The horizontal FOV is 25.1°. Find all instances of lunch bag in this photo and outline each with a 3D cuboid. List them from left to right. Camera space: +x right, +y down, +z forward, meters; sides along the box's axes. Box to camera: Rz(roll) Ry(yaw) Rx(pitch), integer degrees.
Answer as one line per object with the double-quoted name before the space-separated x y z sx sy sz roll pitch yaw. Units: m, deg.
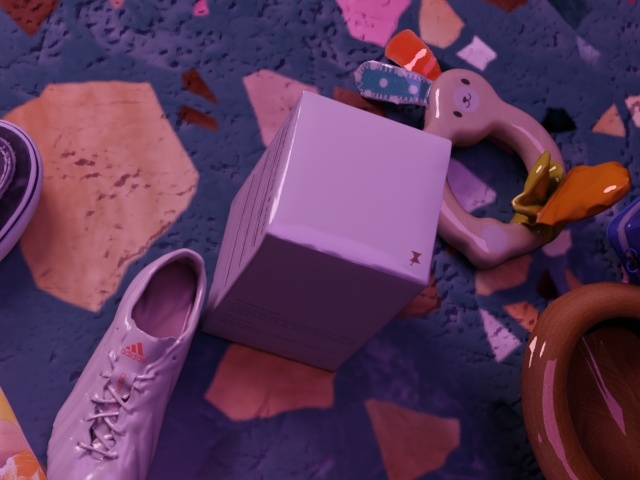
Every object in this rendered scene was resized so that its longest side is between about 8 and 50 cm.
"lunch bag" 0.268 -0.005 1.101 0.098 0.065 0.067 -34 97 -29

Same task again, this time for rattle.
"rattle" 0.118 -0.087 1.046 0.130 0.143 0.200 -24 83 -7

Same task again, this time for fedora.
"fedora" 0.210 0.127 1.017 0.194 0.079 0.194 7 72 -20

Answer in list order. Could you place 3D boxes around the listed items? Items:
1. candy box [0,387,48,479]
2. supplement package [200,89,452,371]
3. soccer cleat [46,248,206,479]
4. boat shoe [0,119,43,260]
"candy box" -0.286 0.195 0.729 0.316 0.088 0.183 -20 55 -24
"supplement package" 0.000 0.000 0.940 0.105 0.179 0.105 19 63 -11
"soccer cleat" -0.123 0.092 0.917 0.068 0.076 0.196 23 63 -9
"boat shoe" -0.297 0.001 0.880 0.301 0.102 0.108 -30 80 -27
